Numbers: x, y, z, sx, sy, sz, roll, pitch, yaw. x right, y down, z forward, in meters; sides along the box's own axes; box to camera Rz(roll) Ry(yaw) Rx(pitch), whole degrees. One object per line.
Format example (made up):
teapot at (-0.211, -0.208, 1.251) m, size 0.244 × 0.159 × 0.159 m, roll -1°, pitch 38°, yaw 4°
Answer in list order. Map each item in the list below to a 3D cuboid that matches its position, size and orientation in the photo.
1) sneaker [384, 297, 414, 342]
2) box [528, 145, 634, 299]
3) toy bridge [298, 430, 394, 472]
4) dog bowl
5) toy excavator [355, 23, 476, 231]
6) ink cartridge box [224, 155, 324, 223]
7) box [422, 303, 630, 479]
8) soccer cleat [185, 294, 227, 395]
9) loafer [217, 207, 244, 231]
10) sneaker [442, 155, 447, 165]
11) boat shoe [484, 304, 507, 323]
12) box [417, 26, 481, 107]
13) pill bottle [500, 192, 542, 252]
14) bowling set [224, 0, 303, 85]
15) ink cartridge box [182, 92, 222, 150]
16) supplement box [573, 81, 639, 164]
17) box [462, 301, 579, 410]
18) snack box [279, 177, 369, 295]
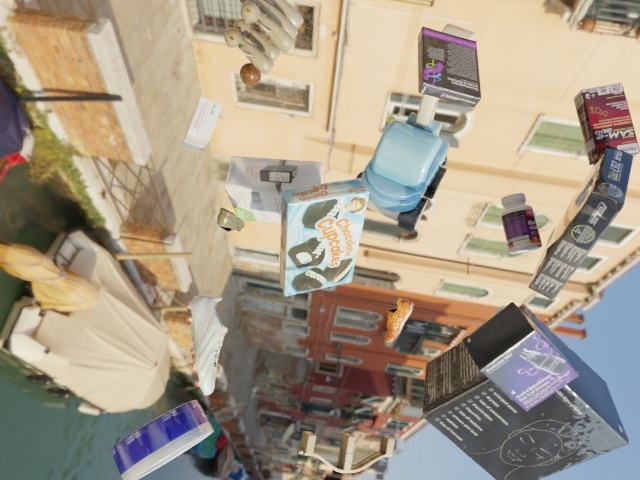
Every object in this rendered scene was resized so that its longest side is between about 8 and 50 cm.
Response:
sneaker at (0.241, 0.254, 1.527) m, size 0.064 × 0.067 × 0.175 m, roll -43°, pitch 156°, yaw -61°
box at (0.796, -0.053, 1.463) m, size 0.318 × 0.097 × 0.394 m, roll -42°, pitch 154°, yaw -42°
toy bridge at (0.045, 0.373, 0.838) m, size 0.026 × 0.188 × 0.063 m, roll -5°, pitch -107°, yaw 62°
dog bowl at (-0.445, 0.569, 1.352) m, size 0.104 × 0.265 × 0.265 m, roll 57°, pitch -12°, yaw 15°
toy excavator at (0.281, -0.307, 1.341) m, size 0.433 × 0.222 × 0.445 m, roll -56°, pitch 166°, yaw -26°
ink cartridge box at (-0.125, -0.143, 1.428) m, size 0.198 × 0.273 × 0.114 m, roll 83°, pitch 13°, yaw -62°
box at (0.709, 0.573, 1.719) m, size 0.472 × 0.480 × 0.297 m, roll -42°, pitch -169°, yaw 31°
soccer cleat at (-0.219, 0.203, 0.944) m, size 0.068 × 0.076 × 0.196 m, roll 123°, pitch -41°, yaw -72°
loafer at (-0.253, -0.050, 1.316) m, size 0.050 × 0.056 × 0.148 m, roll -58°, pitch 165°, yaw -7°
sneaker at (0.367, -0.267, 1.750) m, size 0.083 × 0.221 × 0.087 m, roll 35°, pitch 29°, yaw -43°
boat shoe at (0.736, 0.354, 1.943) m, size 0.302 × 0.094 × 0.109 m, roll -20°, pitch 129°, yaw -50°
box at (0.243, -0.332, 0.906) m, size 0.029 × 0.116 × 0.162 m, roll 116°, pitch -16°, yaw -58°
pill bottle at (0.680, -0.060, 1.629) m, size 0.108 × 0.108 × 0.193 m, roll 94°, pitch -13°, yaw -78°
bowling set at (-0.162, -0.468, 1.098) m, size 0.200 × 0.154 × 0.287 m, roll -43°, pitch -158°, yaw 25°
ink cartridge box at (-0.312, -0.309, 1.259) m, size 0.180 × 0.060 × 0.104 m, roll -2°, pitch -111°, yaw 69°
supplement box at (0.918, -0.374, 1.533) m, size 0.073 × 0.130 × 0.239 m, roll 56°, pitch 25°, yaw -80°
box at (0.456, 0.268, 1.094) m, size 0.153 × 0.207 × 0.108 m, roll -44°, pitch -155°, yaw 15°
snack box at (0.000, 0.000, 1.143) m, size 0.321 × 0.187 × 0.060 m, roll 96°, pitch -23°, yaw -47°
